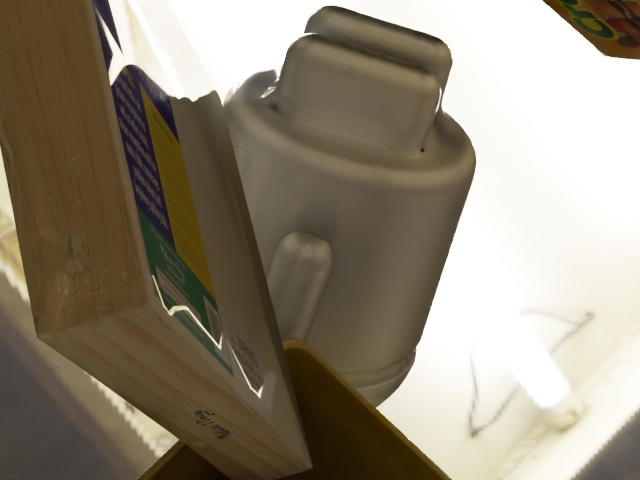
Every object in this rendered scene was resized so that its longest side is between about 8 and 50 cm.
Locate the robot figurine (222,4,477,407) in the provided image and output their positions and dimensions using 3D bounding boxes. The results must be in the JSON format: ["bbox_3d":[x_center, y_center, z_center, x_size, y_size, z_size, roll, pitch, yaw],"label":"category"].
[{"bbox_3d":[0.000,0.000,1.242,0.199,0.354,0.300,19,-153,7],"label":"robot figurine"}]

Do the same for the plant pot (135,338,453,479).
[{"bbox_3d":[-0.033,0.235,1.067,0.212,0.187,0.212,43,-125,8],"label":"plant pot"}]

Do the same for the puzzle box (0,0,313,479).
[{"bbox_3d":[-0.091,-0.031,0.855,0.052,0.409,0.272,-16,-110,4],"label":"puzzle box"}]

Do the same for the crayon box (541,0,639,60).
[{"bbox_3d":[0.191,-0.178,0.883,0.202,0.318,0.081,33,-99,-33],"label":"crayon box"}]
